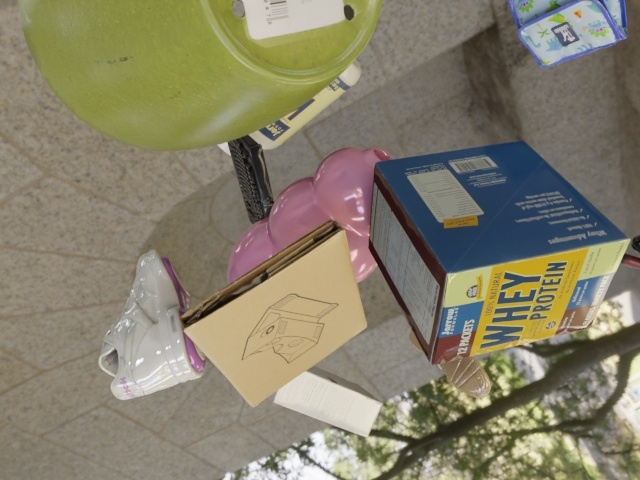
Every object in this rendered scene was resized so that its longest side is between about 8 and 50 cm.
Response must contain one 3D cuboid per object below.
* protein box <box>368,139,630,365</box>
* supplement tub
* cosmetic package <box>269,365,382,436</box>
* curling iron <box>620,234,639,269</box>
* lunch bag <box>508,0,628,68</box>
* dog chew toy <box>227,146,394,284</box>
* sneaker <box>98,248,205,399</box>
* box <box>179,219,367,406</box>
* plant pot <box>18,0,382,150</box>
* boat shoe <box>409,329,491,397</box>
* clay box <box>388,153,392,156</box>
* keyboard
[{"bbox_3d":[0.183,0.004,0.654,0.201,0.200,0.136,-113,17,-47],"label":"protein box"},{"bbox_3d":[-0.102,-0.347,1.237,0.235,0.325,0.235,46,-160,-22],"label":"supplement tub"},{"bbox_3d":[-0.002,0.308,1.159,0.231,0.085,0.117,27,176,-25],"label":"cosmetic package"},{"bbox_3d":[0.485,0.004,1.016,0.274,0.068,0.035,15,150,54],"label":"curling iron"},{"bbox_3d":[0.345,-0.331,0.802,0.129,0.096,0.151,-7,108,57],"label":"lunch bag"},{"bbox_3d":[0.000,0.000,0.851,0.207,0.332,0.206,26,-148,-18],"label":"dog chew toy"},{"bbox_3d":[-0.274,0.116,0.878,0.305,0.152,0.114,55,169,56],"label":"sneaker"},{"bbox_3d":[-0.033,0.084,0.578,0.021,0.164,0.201,49,167,33],"label":"box"},{"bbox_3d":[-0.088,-0.197,0.477,0.293,0.275,0.275,25,152,56],"label":"plant pot"},{"bbox_3d":[0.393,0.353,1.712,0.285,0.103,0.092,37,-170,28],"label":"boat shoe"},{"bbox_3d":[0.116,-0.089,1.351,0.053,0.127,0.222,-2,-87,-71],"label":"clay box"},{"bbox_3d":[-0.115,-0.083,1.126,0.201,0.033,0.317,43,159,28],"label":"keyboard"}]
